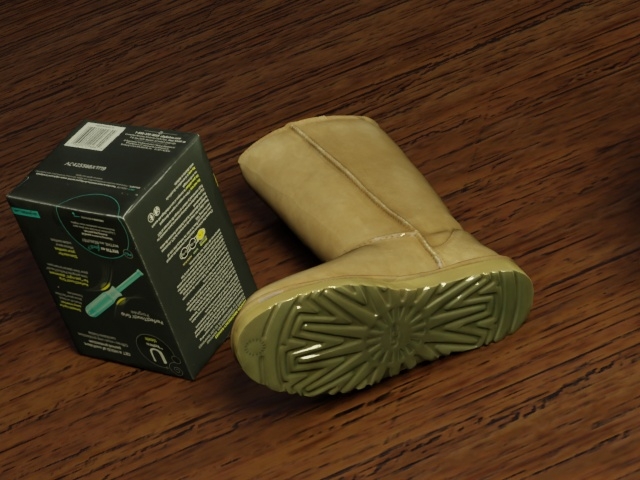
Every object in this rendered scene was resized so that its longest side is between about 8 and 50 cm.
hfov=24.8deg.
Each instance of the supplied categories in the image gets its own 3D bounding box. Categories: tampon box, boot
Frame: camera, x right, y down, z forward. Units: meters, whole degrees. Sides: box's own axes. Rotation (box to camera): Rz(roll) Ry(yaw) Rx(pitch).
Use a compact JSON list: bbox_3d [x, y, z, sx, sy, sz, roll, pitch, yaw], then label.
[{"bbox_3d":[-0.139,0.006,1.105,0.120,0.161,0.101,10,45,32],"label":"tampon box"},{"bbox_3d":[0.000,0.000,1.095,0.236,0.089,0.269,-6,31,-26],"label":"boot"}]
